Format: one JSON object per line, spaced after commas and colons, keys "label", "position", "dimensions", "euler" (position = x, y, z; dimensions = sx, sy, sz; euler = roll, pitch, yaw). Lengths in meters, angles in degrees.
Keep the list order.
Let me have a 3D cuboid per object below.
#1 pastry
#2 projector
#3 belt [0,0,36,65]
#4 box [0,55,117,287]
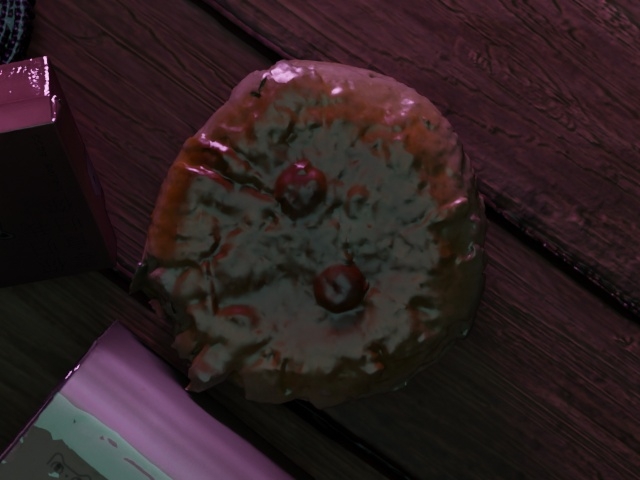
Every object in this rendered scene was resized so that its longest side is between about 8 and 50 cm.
{"label": "pastry", "position": [0.000, 0.000, 1.635], "dimensions": [0.329, 0.136, 0.330], "euler": [0, 93, 0]}
{"label": "projector", "position": [-0.172, 0.246, 1.604], "dimensions": [0.249, 0.248, 0.248], "euler": [39, 95, -3]}
{"label": "belt", "position": [-0.407, -0.239, 1.630], "dimensions": [0.325, 0.122, 0.260], "euler": [34, 88, -5]}
{"label": "box", "position": [-0.303, -0.050, 1.602], "dimensions": [0.215, 0.215, 0.086], "euler": [-11, 54, 3]}
